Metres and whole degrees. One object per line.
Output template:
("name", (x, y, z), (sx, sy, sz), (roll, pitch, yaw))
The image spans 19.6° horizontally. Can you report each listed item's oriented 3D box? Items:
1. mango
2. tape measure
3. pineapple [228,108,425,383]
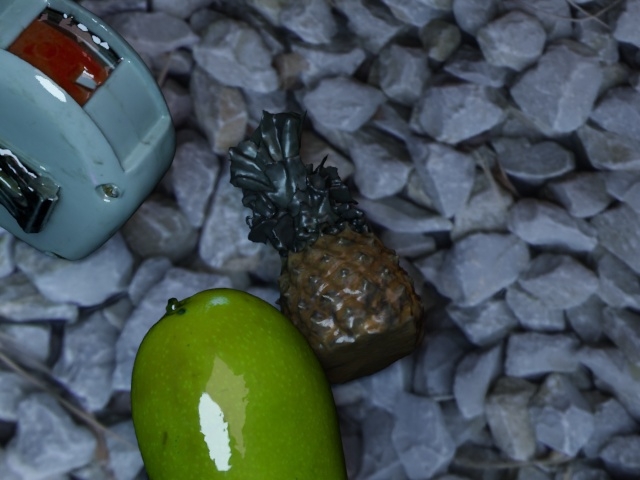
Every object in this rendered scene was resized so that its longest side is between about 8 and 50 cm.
("mango", (-0.055, 0.178, 1.521), (0.175, 0.143, 0.293), (-19, 79, -33))
("tape measure", (-0.246, -0.102, 1.547), (0.246, 0.243, 0.125), (35, 57, 4))
("pineapple", (-0.001, 0.000, 1.651), (0.128, 0.128, 0.248), (-12, 62, -25))
